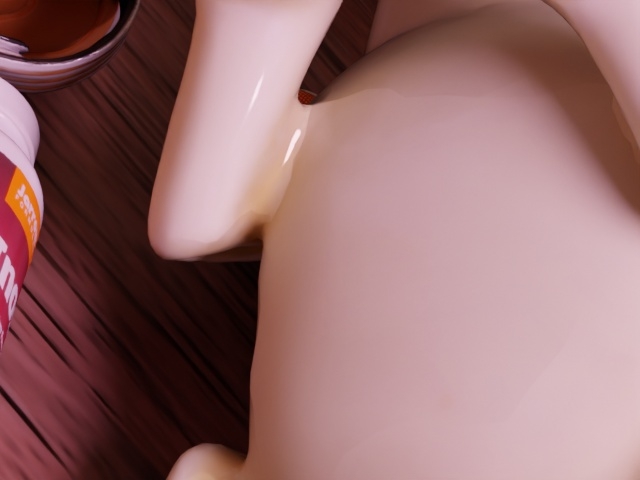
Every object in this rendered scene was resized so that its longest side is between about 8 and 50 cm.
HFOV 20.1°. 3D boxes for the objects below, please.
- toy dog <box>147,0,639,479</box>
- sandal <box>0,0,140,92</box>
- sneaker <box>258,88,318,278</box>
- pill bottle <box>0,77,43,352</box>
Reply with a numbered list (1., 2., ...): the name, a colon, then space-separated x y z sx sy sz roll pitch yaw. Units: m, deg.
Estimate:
1. toy dog: 0.108 0.015 0.694 0.395 0.284 0.408 38 54 -41
2. sandal: -0.117 -0.106 0.686 0.102 0.265 0.076 -6 73 -10
3. sneaker: 0.000 0.000 0.833 0.067 0.064 0.175 8 52 -45
4. pill bottle: -0.150 0.005 0.660 0.086 0.086 0.152 32 40 -21
